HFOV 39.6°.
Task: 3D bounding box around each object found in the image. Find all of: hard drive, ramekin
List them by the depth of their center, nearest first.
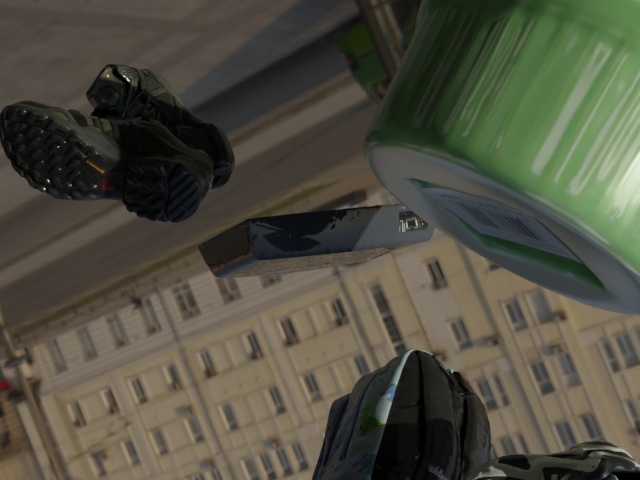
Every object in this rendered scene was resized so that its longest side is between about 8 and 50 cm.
[{"bbox_3d":[0.181,-0.066,0.709,0.148,0.303,0.303,-59,-177,-7],"label":"ramekin"},{"bbox_3d":[0.000,0.000,1.066,0.254,0.054,0.172,-6,172,-30],"label":"hard drive"}]

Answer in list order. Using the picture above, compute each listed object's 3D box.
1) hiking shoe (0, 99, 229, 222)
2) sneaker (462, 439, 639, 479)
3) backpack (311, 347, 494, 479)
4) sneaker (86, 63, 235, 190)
[{"bbox_3d":[-0.211,-0.086,0.900,0.114,0.227,0.086,-53,163,-64],"label":"hiking shoe"},{"bbox_3d":[0.262,0.286,0.970,0.235,0.094,0.153,-7,176,-12],"label":"sneaker"},{"bbox_3d":[0.125,0.322,1.268,0.273,0.290,0.355,-33,-153,46],"label":"backpack"},{"bbox_3d":[-0.205,-0.141,1.089,0.130,0.227,0.087,3,129,-55],"label":"sneaker"}]
